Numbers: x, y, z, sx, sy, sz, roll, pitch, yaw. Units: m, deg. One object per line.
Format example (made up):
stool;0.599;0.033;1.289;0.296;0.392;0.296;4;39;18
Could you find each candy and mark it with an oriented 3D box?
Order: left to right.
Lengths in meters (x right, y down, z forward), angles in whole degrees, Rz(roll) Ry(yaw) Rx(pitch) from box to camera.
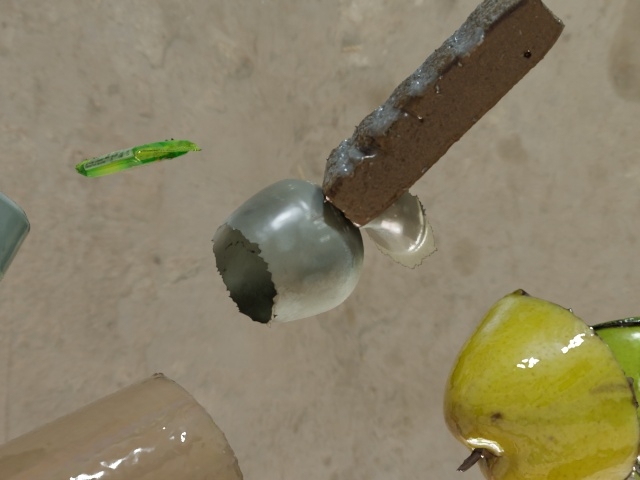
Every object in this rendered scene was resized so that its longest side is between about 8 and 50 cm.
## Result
candy;-0.262;-0.117;1.111;0.102;0.178;0.032;-21;102;-44

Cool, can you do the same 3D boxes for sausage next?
sausage;-0.177;0.184;0.479;0.252;0.123;0.123;-23;94;-40

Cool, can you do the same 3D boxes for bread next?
bread;0.172;-0.206;1.163;0.113;0.165;0.416;41;108;-13

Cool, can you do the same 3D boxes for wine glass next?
wine glass;0.000;0.000;1.284;0.323;0.238;0.238;-26;93;-29

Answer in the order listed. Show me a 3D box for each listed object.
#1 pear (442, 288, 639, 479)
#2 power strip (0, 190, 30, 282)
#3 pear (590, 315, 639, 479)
pear;0.231;0.200;0.933;0.178;0.267;0.267;-12;93;-32
power strip;-0.332;-0.033;0.505;0.193;0.264;0.059;46;54;-36
pear;0.528;0.261;1.232;0.292;0.159;0.293;9;70;-24
